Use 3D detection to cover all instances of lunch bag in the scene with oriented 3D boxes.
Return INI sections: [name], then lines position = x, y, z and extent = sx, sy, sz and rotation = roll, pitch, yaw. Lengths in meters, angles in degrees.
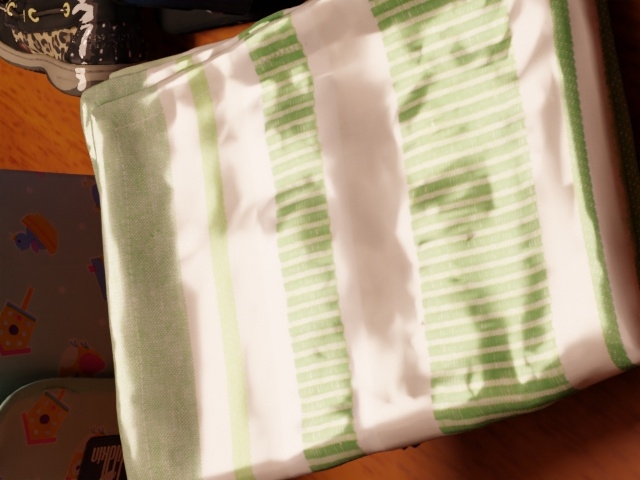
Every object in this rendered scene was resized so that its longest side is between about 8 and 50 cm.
[lunch bag]
position = -0.181, 0.093, 1.134
extent = 0.160, 0.223, 0.262
rotation = -22, 73, 40

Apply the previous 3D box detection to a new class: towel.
[towel]
position = 0.010, -0.014, 0.850
extent = 0.324, 0.038, 0.248
rotation = -19, 72, 35

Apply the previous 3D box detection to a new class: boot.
[boot]
position = -0.184, -0.210, 1.234
extent = 0.236, 0.085, 0.179
rotation = 34, 128, 58

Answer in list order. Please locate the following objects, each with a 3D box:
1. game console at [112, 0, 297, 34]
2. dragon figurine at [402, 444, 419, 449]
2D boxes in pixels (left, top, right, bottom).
[game console]
position = -0.113, -0.279, 1.033
extent = 0.250, 0.173, 0.293
rotation = 3, 95, 60
[dragon figurine]
position = 0.000, 0.000, 0.951
extent = 0.144, 0.085, 0.289
rotation = -54, 53, 46
